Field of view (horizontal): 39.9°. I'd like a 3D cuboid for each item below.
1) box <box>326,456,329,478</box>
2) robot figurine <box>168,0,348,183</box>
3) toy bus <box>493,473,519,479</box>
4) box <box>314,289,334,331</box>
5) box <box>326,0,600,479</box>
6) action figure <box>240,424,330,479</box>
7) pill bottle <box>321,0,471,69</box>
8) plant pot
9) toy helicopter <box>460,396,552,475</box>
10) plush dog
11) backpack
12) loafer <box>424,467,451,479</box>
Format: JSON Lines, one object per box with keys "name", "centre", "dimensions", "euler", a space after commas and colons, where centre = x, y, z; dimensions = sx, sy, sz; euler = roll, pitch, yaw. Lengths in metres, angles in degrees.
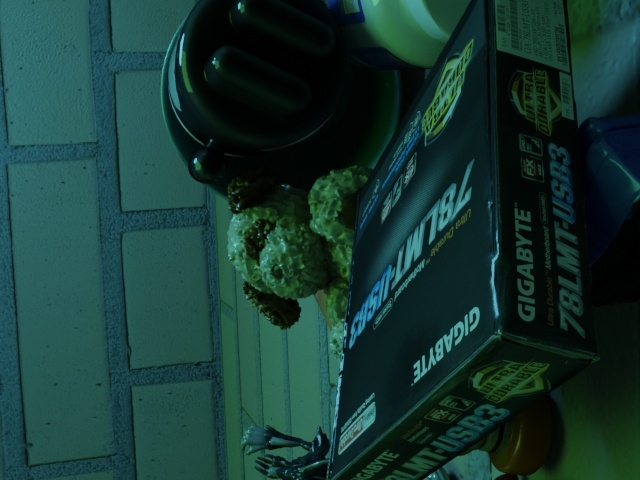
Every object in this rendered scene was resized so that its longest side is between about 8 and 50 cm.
{"name": "box", "centre": [0.063, 0.324, 1.276], "dimensions": [0.324, 0.067, 0.063], "euler": [115, 149, -63]}
{"name": "robot figurine", "centre": [-0.074, -0.176, 0.920], "dimensions": [0.174, 0.209, 0.278], "euler": [63, 169, -8]}
{"name": "toy bus", "centre": [0.167, 0.320, 0.789], "dimensions": [0.104, 0.202, 0.191], "euler": [3, 89, 45]}
{"name": "box", "centre": [0.058, 0.062, 1.186], "dimensions": [0.170, 0.091, 0.130], "euler": [-120, 30, -59]}
{"name": "box", "centre": [0.092, 0.009, 0.665], "dimensions": [0.295, 0.073, 0.293], "euler": [121, 162, -55]}
{"name": "action figure", "centre": [-0.059, 0.375, 1.358], "dimensions": [0.276, 0.140, 0.164], "euler": [117, 159, -66]}
{"name": "pill bottle", "centre": [0.097, -0.243, 0.853], "dimensions": [0.272, 0.152, 0.152], "euler": [-147, 55, -71]}
{"name": "plant pot", "centre": [-0.046, -0.204, 1.177], "dimensions": [0.235, 0.293, 0.293], "euler": [-85, -4, -75]}
{"name": "toy helicopter", "centre": [0.147, 0.031, 0.846], "dimensions": [0.235, 0.140, 0.355], "euler": [-109, 31, -71]}
{"name": "plush dog", "centre": [0.000, 0.000, 1.009], "dimensions": [0.211, 0.225, 0.262], "euler": [-65, -26, -52]}
{"name": "backpack", "centre": [0.204, -0.020, 0.592], "dimensions": [0.120, 0.098, 0.101], "euler": [105, 153, -43]}
{"name": "loafer", "centre": [0.129, 0.392, 0.951], "dimensions": [0.111, 0.112, 0.319], "euler": [45, -149, -33]}
